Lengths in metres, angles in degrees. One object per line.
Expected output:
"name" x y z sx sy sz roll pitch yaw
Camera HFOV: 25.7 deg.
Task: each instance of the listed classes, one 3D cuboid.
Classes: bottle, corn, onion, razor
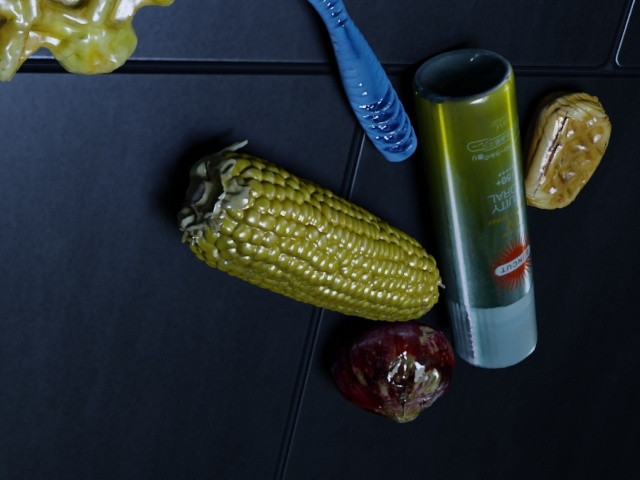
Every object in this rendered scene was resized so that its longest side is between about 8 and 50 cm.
"bottle" 0.134 -0.019 1.181 0.082 0.082 0.286 -26 130 -18
"corn" -0.003 0.004 1.099 0.260 0.091 0.091 22 113 -42
"onion" 0.064 0.107 1.211 0.107 0.097 0.107 -1 150 -1
"razor" 0.015 -0.150 1.047 0.082 0.042 0.253 -39 133 -9

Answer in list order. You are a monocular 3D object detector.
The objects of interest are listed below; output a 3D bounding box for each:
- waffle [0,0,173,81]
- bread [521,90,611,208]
"waffle" -0.169 -0.248 0.844 0.302 0.068 0.325 -29 132 -16
"bread" 0.210 -0.078 1.223 0.083 0.044 0.110 -2 120 -37
